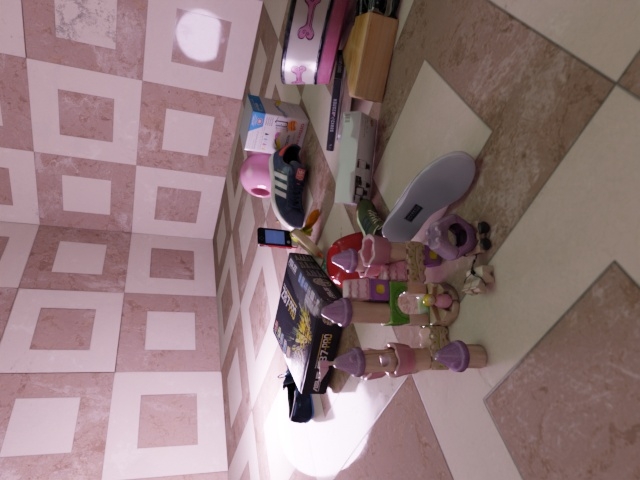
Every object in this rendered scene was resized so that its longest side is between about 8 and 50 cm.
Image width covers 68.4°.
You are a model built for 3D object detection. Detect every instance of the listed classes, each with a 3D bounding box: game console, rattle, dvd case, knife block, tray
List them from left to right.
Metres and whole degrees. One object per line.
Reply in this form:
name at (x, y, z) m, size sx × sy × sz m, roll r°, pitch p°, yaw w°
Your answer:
game console at (-0.172, -0.010, 1.874) m, size 0.085 × 0.143 × 0.124 m, roll 127°, pitch 143°, yaw -53°
rattle at (0.000, 0.000, 1.578) m, size 0.199 × 0.142 × 0.130 m, roll 33°, pitch 149°, yaw 51°
dvd case at (0.046, -0.418, 1.414) m, size 0.239 × 0.029 × 0.179 m, roll 96°, pitch -179°, yaw -46°
tray at (0.079, -0.441, 1.434) m, size 0.145 × 0.030 × 0.271 m, roll -119°, pitch 35°, yaw -86°
knife block at (0.146, -0.542, 1.237) m, size 0.242 × 0.088 × 0.276 m, roll 124°, pitch 146°, yaw -54°

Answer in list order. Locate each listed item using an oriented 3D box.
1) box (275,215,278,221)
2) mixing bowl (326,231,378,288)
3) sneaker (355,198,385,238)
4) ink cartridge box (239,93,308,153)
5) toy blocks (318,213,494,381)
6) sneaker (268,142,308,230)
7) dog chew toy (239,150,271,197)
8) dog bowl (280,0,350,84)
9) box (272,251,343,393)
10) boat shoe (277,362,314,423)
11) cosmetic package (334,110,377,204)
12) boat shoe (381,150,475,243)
box at (-0.150, -0.160, 1.972) m, size 0.054 × 0.059 × 0.169 m, roll 168°, pitch 106°, yaw -67°
mixing bowl at (0.076, 0.059, 1.264) m, size 0.181 × 0.098 × 0.182 m, roll -175°, pitch 90°, yaw -69°
sneaker at (0.142, -0.030, 1.173) m, size 0.086 × 0.064 × 0.192 m, roll -39°, pitch 48°, yaw 51°
ink cartridge box at (-0.191, -0.462, 1.909) m, size 0.168 × 0.232 × 0.171 m, roll -113°, pitch 35°, yaw -48°
toy blocks at (0.124, 0.117, 0.891) m, size 0.309 × 0.259 × 0.289 m, roll 145°, pitch 127°, yaw -64°
sneaker at (-0.105, -0.213, 1.791) m, size 0.148 × 0.131 × 0.350 m, roll -29°, pitch 66°, yaw 38°
dog chew toy at (-0.240, -0.363, 2.088) m, size 0.206 × 0.206 × 0.332 m, roll 144°, pitch 136°, yaw -64°
dog bowl at (-0.002, -0.667, 1.433) m, size 0.408 × 0.150 × 0.408 m, roll -165°, pitch 90°, yaw -88°
box at (-0.047, 0.255, 1.546) m, size 0.395 × 0.097 × 0.319 m, roll -131°, pitch 53°, yaw -63°
boat shoe at (-0.087, 0.482, 1.590) m, size 0.109 × 0.088 × 0.258 m, roll -62°, pitch 33°, yaw 37°
cosmetic package at (0.097, -0.214, 1.262) m, size 0.060 × 0.098 × 0.239 m, roll 6°, pitch 92°, yaw 31°
boat shoe at (0.211, -0.097, 0.956) m, size 0.258 × 0.095 × 0.084 m, roll -45°, pitch 14°, yaw 42°
